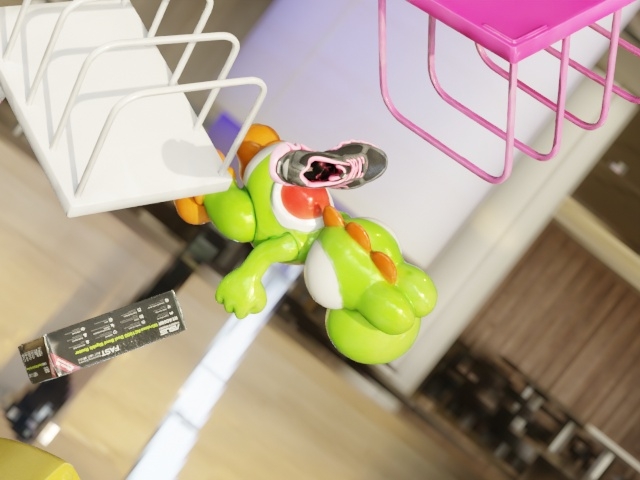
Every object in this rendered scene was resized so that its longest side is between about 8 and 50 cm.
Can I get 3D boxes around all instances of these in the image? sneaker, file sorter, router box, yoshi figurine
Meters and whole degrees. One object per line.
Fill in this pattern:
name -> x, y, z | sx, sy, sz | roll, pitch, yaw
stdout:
sneaker -> 0.016, -0.063, 1.379 | 0.119, 0.047, 0.057 | -6, 15, -33
file sorter -> 0.220, -0.210, 1.532 | 0.202, 0.290, 0.182 | 38, -35, 37
file sorter -> -0.208, -0.196, 1.615 | 0.192, 0.173, 0.278 | -11, 57, -35
router box -> -0.186, 0.083, 1.329 | 0.092, 0.122, 0.038 | -20, -91, 65
yoshi figurine -> -0.007, 0.024, 1.830 | 0.362, 0.204, 0.203 | 39, 9, 36

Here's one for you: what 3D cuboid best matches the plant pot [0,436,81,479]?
plant pot -> -0.368, 0.366, 1.867 | 0.187, 0.212, 0.212 | -14, -71, 42

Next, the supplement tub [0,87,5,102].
supplement tub -> -0.527, -0.160, 1.942 | 0.191, 0.272, 0.191 | 36, 21, -16
